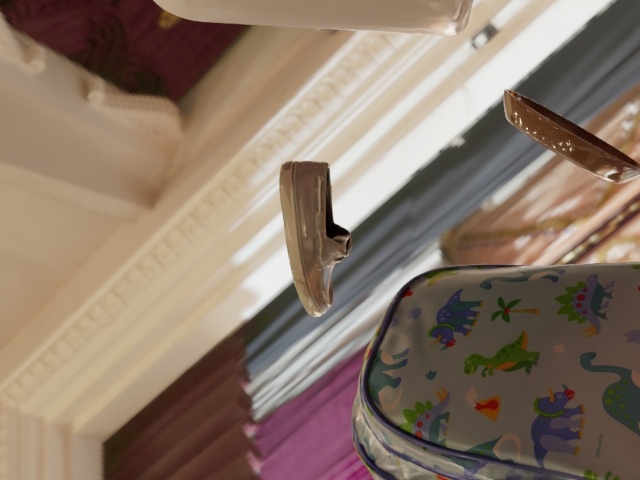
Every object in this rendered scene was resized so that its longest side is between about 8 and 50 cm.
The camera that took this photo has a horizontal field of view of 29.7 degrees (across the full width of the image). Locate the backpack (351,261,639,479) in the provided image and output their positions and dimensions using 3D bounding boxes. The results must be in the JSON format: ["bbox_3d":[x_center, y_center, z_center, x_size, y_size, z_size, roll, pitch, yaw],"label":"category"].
[{"bbox_3d":[0.202,0.146,0.970,0.273,0.355,0.290,46,-126,-31],"label":"backpack"}]

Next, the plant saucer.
[{"bbox_3d":[0.255,-0.102,1.236,0.168,0.029,0.168,27,-167,-7],"label":"plant saucer"}]

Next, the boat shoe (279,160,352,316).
[{"bbox_3d":[0.000,-0.001,1.635,0.079,0.081,0.228,-66,-31,-64],"label":"boat shoe"}]

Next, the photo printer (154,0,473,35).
[{"bbox_3d":[-0.008,-0.293,1.001,0.307,0.256,0.107,2,-130,-6],"label":"photo printer"}]
